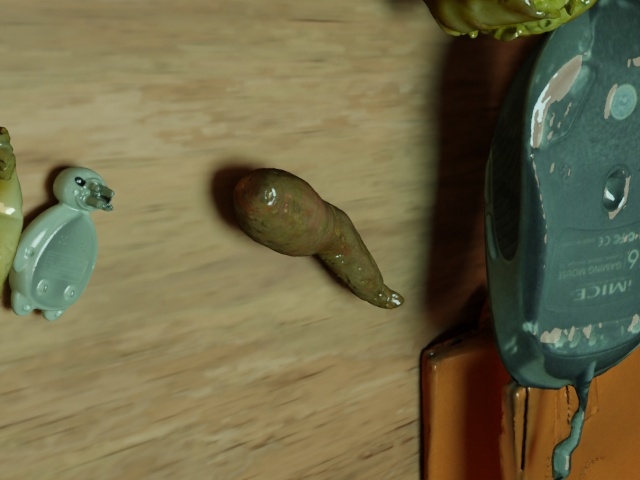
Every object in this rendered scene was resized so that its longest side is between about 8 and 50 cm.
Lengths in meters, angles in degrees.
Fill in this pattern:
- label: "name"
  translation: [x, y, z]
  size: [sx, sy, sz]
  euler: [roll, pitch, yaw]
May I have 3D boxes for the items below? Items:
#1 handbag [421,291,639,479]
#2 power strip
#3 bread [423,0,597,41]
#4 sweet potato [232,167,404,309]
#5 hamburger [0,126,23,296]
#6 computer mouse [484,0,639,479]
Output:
- label: "handbag"
  translation: [0.255, 0.142, 1.157]
  size: [0.410, 0.116, 0.303]
  euler: [-33, 129, -42]
- label: "power strip"
  translation: [-0.130, 0.003, 0.634]
  size: [0.055, 0.035, 0.083]
  euler: [19, 92, -55]
- label: "bread"
  translation: [0.139, -0.246, 0.807]
  size: [0.222, 0.096, 0.181]
  euler: [-45, 118, -34]
- label: "sweet potato"
  translation: [0.000, 0.000, 0.801]
  size: [0.214, 0.050, 0.050]
  euler: [36, 76, -58]
- label: "hamburger"
  translation: [-0.181, 0.000, 0.470]
  size: [0.083, 0.138, 0.147]
  euler: [6, 106, -56]
- label: "computer mouse"
  translation: [0.185, 0.002, 0.915]
  size: [0.167, 0.090, 0.379]
  euler: [-5, 109, -27]
